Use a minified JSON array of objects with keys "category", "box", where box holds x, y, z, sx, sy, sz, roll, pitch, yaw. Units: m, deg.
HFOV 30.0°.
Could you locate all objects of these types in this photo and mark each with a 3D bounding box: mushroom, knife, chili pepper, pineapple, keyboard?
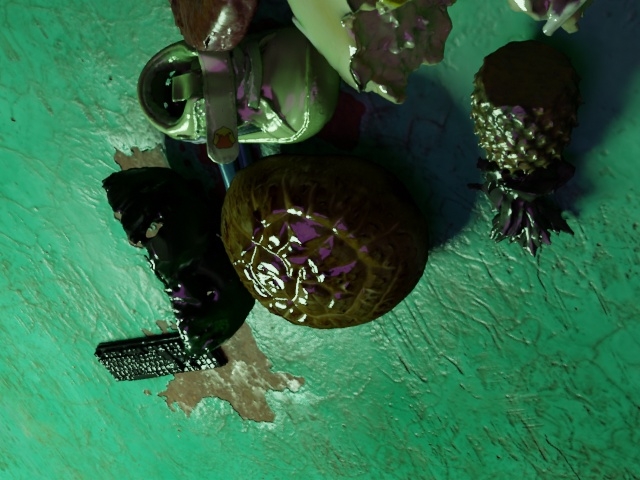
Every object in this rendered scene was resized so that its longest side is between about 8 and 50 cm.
[{"category":"mushroom","box":[0.000,0.000,1.412,0.253,0.153,0.253,12,131,14]},{"category":"knife","box":[-0.097,-0.054,1.486,0.031,0.064,0.222,20,133,39]},{"category":"chili pepper","box":[-0.169,0.013,1.520,0.116,0.148,0.264,-8,117,55]},{"category":"pineapple","box":[0.212,-0.087,1.262,0.125,0.125,0.251,13,141,21]},{"category":"keyboard","box":[-0.243,0.177,1.786,0.231,0.023,0.072,-11,121,36]}]

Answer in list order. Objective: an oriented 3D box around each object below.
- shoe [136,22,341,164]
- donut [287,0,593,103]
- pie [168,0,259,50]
[{"category":"shoe","box":[-0.095,-0.162,1.337,0.262,0.128,0.140,0,103,41]},{"category":"donut","box":[0.086,-0.295,1.063,0.307,0.150,0.371,59,153,-8]},{"category":"pie","box":[-0.114,-0.299,1.222,0.218,0.054,0.204,-55,48,55]}]
